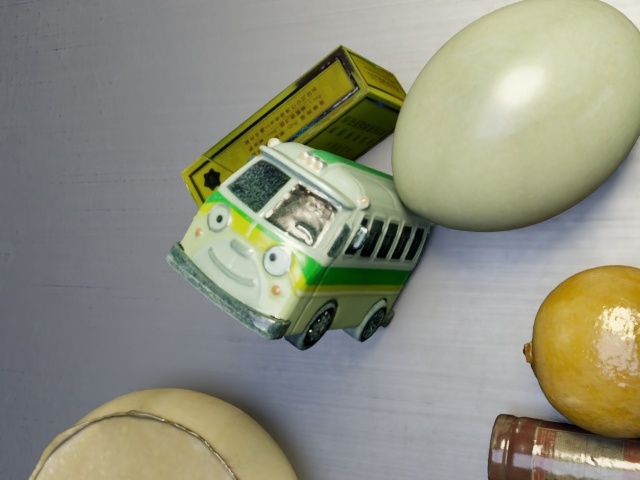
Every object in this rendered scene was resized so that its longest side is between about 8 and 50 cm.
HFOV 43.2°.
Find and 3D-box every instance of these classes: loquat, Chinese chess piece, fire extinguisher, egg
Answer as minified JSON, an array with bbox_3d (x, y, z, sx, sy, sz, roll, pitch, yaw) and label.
[{"bbox_3d":[0.262,0.097,0.710,0.163,0.137,0.163,-9,71,26],"label":"loquat"},{"bbox_3d":[-0.177,0.338,0.910,0.337,0.140,0.338,-1,88,20],"label":"Chinese chess piece"},{"bbox_3d":[0.275,0.212,0.719,0.252,0.106,0.075,4,90,27],"label":"fire extinguisher"},{"bbox_3d":[0.176,-0.110,0.724,0.253,0.186,0.187,-36,74,5],"label":"egg"}]

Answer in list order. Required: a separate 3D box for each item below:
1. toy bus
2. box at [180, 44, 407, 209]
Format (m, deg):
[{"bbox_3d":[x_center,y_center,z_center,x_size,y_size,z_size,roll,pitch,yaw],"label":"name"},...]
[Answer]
[{"bbox_3d":[0.000,0.000,0.767,0.133,0.276,0.165,34,100,22],"label":"toy bus"},{"bbox_3d":[-0.021,-0.102,0.850,0.220,0.141,0.064,-37,75,22],"label":"box"}]
